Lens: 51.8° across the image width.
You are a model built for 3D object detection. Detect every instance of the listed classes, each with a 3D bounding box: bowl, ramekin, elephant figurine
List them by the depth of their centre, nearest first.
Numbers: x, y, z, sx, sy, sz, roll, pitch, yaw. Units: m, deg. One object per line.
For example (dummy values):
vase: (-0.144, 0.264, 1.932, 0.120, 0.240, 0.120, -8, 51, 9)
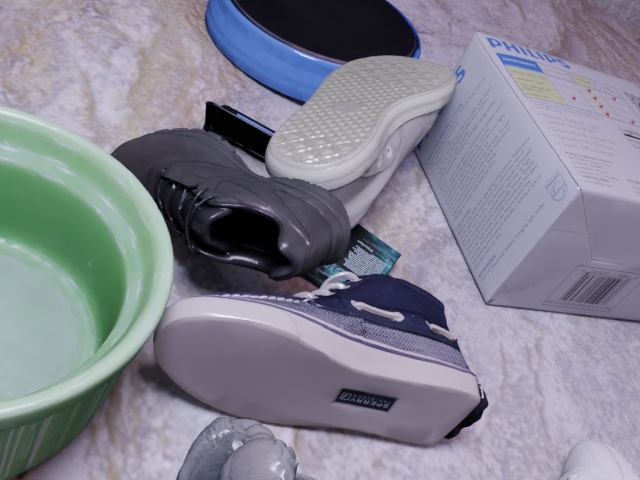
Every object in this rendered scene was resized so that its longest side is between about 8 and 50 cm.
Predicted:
elephant figurine: (-0.001, 0.239, 0.487, 0.239, 0.186, 0.169, 32, 68, -40)
ramekin: (-0.282, 0.040, 0.511, 0.304, 0.148, 0.303, 18, 41, -16)
bowl: (-0.002, -0.377, 1.165, 0.392, 0.077, 0.391, 14, 43, -13)

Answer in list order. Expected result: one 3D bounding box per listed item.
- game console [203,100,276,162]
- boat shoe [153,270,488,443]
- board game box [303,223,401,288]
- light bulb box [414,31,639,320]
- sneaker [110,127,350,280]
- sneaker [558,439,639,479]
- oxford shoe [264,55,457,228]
game console: (-0.092, -0.158, 0.905, 0.122, 0.071, 0.107, 29, 39, -3)
boat shoe: (0.001, 0.095, 0.671, 0.341, 0.127, 0.158, 22, 32, -23)
board game box: (0.000, 0.000, 0.830, 0.186, 0.026, 0.126, 37, 39, 7)
light bulb box: (0.382, -0.093, 1.015, 0.358, 0.225, 0.360, 9, 43, -24)
sneaker: (-0.115, -0.041, 0.685, 0.287, 0.108, 0.130, 19, 24, 19)
sneaker: (0.251, 0.283, 0.647, 0.095, 0.090, 0.235, 23, 37, 5)
oxford shoe: (0.064, -0.147, 0.901, 0.169, 0.130, 0.449, 15, 38, 22)
